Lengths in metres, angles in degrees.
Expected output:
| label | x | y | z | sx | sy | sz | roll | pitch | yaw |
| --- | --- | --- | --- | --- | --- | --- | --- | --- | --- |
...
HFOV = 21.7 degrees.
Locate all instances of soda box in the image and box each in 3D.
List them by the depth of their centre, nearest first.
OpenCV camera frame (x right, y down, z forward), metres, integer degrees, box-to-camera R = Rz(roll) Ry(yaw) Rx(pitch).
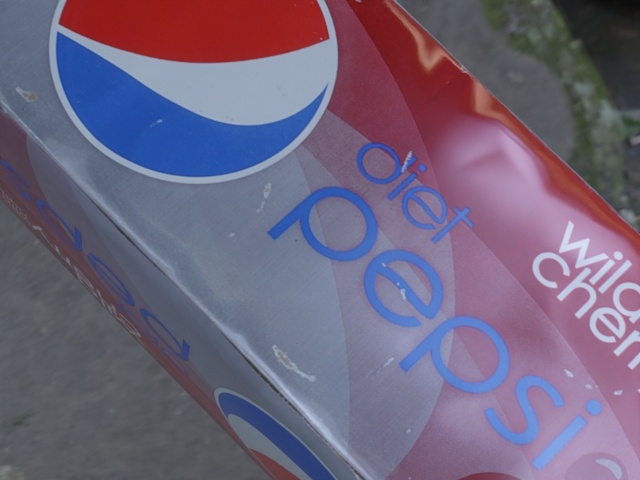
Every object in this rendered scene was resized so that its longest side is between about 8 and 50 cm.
| label | x | y | z | sx | sy | sz | roll | pitch | yaw |
| --- | --- | --- | --- | --- | --- | --- | --- | --- | --- |
| soda box | 0.000 | 0.000 | 0.408 | 0.092 | 0.083 | 0.263 | -42 | 81 | -17 |
